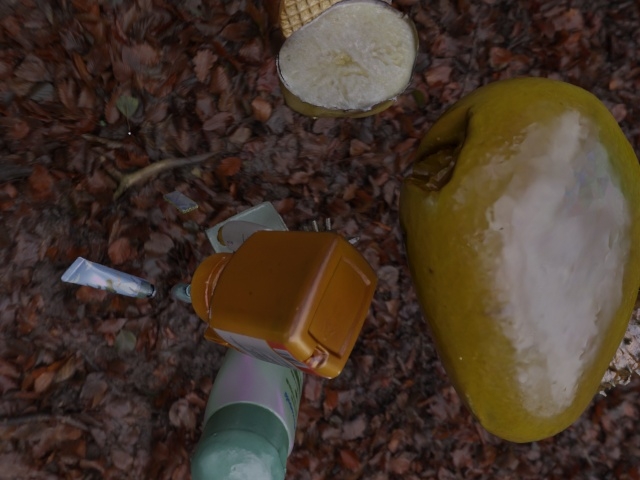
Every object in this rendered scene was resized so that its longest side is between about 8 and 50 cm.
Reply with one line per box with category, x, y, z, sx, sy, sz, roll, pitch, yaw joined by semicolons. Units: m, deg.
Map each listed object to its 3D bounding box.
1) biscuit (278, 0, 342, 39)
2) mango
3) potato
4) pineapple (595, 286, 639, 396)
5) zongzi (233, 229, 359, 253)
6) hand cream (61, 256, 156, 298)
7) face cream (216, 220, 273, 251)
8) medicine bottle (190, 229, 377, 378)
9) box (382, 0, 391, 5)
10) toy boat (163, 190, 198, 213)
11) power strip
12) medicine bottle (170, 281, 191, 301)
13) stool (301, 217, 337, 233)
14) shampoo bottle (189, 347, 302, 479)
biscuit;-0.017;-0.727;1.590;0.204;0.040;0.309;13;130;-47
mango;0.204;0.025;0.523;0.252;0.182;0.366;-7;94;-21
potato;0.074;-0.398;1.349;0.289;0.296;0.397;39;71;6
pineapple;0.434;0.095;0.680;0.309;0.170;0.141;-26;107;9
zongzi;-0.060;0.090;1.276;0.299;0.139;0.286;-8;140;-12
hand cream;-0.563;0.109;1.419;0.088;0.055;0.256;-42;140;16
face cream;-0.150;-0.005;1.061;0.051;0.182;0.072;-30;112;-31
medicine bottle;-0.057;0.070;0.652;0.112;0.222;0.150;46;60;-39
box;0.162;-0.759;1.648;0.121;0.089;0.062;7;62;8
toy boat;-0.460;-0.128;1.716;0.063;0.115;0.016;-28;138;-39
power strip;-0.186;0.015;1.435;0.213;0.064;0.198;-25;73;-16
medicine bottle;-0.444;0.173;1.742;0.090;0.208;0.054;29;71;-17
stool;0.000;0.000;1.855;0.125;0.217;0.121;-18;79;-4
shampoo bottle;-0.118;0.309;0.904;0.151;0.349;0.222;-6;107;6
